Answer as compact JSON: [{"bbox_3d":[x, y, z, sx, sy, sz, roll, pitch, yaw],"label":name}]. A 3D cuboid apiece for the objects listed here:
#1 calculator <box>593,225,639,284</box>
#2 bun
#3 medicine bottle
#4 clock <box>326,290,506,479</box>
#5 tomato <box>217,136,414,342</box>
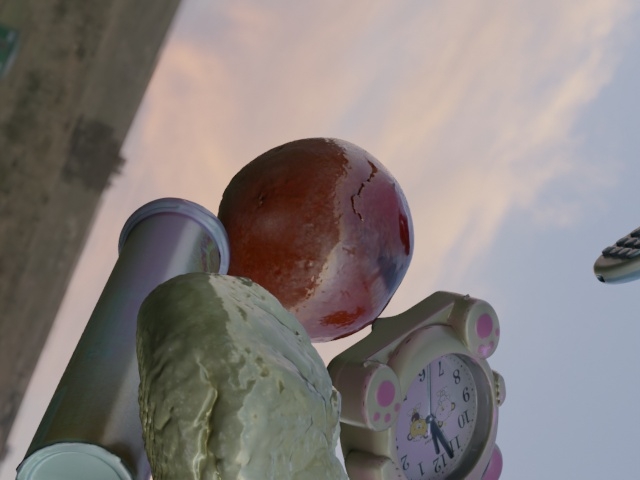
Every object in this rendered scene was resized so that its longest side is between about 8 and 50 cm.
[{"bbox_3d":[0.464,-0.028,1.819,0.302,0.042,0.188,-27,-175,-6],"label":"calculator"},{"bbox_3d":[-0.050,0.124,0.991,0.220,0.134,0.220,173,-90,-82],"label":"bun"},{"bbox_3d":[-0.156,0.096,1.245,0.108,0.108,0.426,-59,-172,24],"label":"medicine bottle"},{"bbox_3d":[0.144,0.251,2.106,0.114,0.309,0.284,11,-147,45],"label":"clock"},{"bbox_3d":[0.000,0.000,1.513,0.184,0.208,0.208,4,-114,28],"label":"tomato"}]
